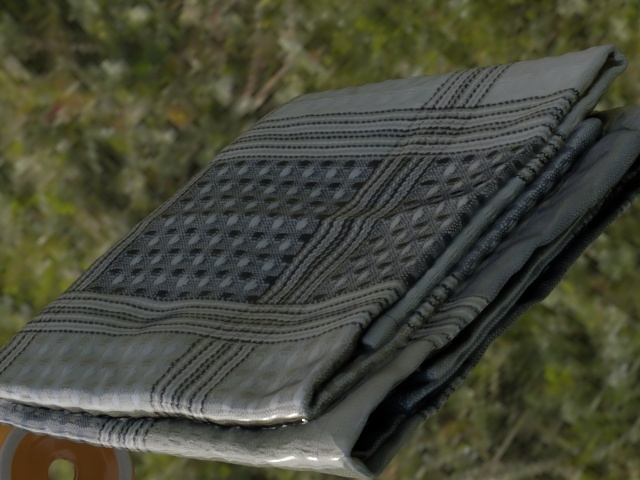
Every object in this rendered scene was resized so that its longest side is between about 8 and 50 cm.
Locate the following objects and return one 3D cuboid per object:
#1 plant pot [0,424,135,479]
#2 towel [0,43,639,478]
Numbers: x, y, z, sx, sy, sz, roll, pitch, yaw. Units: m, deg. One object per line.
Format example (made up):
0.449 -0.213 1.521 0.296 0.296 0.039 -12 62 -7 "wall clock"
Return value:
-0.262 0.231 1.842 0.205 0.205 0.188 45 156 -6 "plant pot"
0.000 0.000 1.012 0.324 0.312 0.056 1 124 46 "towel"
